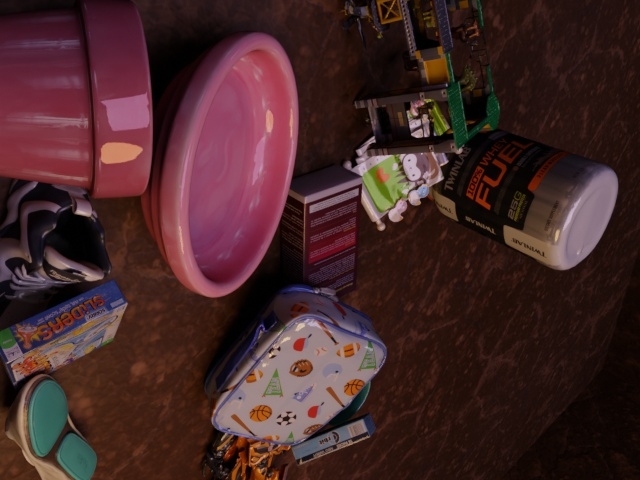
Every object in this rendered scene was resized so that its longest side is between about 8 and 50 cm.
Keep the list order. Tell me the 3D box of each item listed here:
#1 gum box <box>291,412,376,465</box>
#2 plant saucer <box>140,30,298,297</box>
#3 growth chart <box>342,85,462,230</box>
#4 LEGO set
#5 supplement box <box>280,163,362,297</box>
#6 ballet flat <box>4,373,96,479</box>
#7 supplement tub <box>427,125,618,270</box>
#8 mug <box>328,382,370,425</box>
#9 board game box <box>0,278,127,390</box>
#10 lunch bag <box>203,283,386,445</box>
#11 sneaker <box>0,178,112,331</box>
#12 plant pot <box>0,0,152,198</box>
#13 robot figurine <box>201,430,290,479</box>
[{"bbox_3d":[0.033,0.418,1.219,0.157,0.041,0.184,-23,164,4],"label":"gum box"},{"bbox_3d":[-0.123,-0.096,0.731,0.332,0.084,0.332,13,90,-76],"label":"plant saucer"},{"bbox_3d":[0.155,-0.146,1.054,0.237,0.021,0.172,-42,110,-7],"label":"growth chart"},{"bbox_3d":[0.153,-0.287,0.944,0.255,0.192,0.331,-49,129,-40],"label":"LEGO set"},{"bbox_3d":[0.000,0.000,1.009,0.130,0.073,0.239,-22,128,-34],"label":"supplement box"},{"bbox_3d":[-0.378,0.263,0.775,0.086,0.086,0.248,-30,139,-30],"label":"ballet flat"},{"bbox_3d":[0.369,-0.099,1.119,0.207,0.338,0.207,-24,129,-34],"label":"supplement tub"},{"bbox_3d":[0.035,0.296,1.210,0.158,0.097,0.129,-47,138,-14],"label":"mug"},{"bbox_3d":[-0.315,0.119,0.698,0.136,0.035,0.201,-28,172,-31],"label":"board game box"},{"bbox_3d":[-0.048,0.216,0.994,0.243,0.115,0.303,27,110,-31],"label":"lunch bag"},{"bbox_3d":[-0.313,0.038,0.650,0.094,0.153,0.235,22,97,-48],"label":"sneaker"},{"bbox_3d":[-0.274,-0.139,0.565,0.180,0.201,0.201,-6,118,-27],"label":"plant pot"},{"bbox_3d":[-0.136,0.458,1.146,0.211,0.085,0.291,-9,120,-44],"label":"robot figurine"}]
